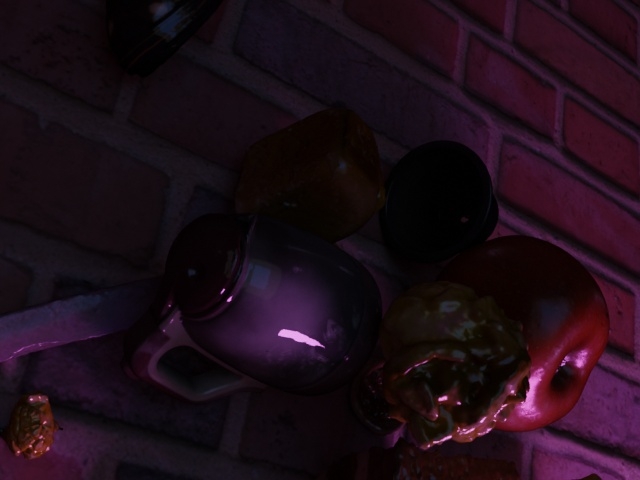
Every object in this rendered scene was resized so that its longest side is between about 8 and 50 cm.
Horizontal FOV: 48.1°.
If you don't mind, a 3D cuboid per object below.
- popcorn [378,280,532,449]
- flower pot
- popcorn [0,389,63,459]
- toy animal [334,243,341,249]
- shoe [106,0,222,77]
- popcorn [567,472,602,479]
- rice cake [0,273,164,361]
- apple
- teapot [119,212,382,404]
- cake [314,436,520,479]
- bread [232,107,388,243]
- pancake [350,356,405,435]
[{"bbox_3d":[0.191,0.175,1.016,0.212,0.259,0.259,-18,90,8],"label":"popcorn"},{"bbox_3d":[0.247,-0.060,1.377,0.148,0.235,0.236,19,63,-51],"label":"flower pot"},{"bbox_3d":[-0.383,0.241,0.926,0.084,0.084,0.084,11,69,-31],"label":"popcorn"},{"bbox_3d":[0.003,0.000,1.263,0.083,0.070,0.160,-10,62,4],"label":"toy animal"},{"bbox_3d":[-0.267,-0.458,1.156,0.237,0.171,0.384,40,55,-25],"label":"shoe"},{"bbox_3d":[0.394,0.550,1.246,0.315,0.281,0.297,-34,127,-23],"label":"popcorn"},{"bbox_3d":[-0.338,0.109,0.997,0.398,0.064,0.070,-13,94,-36],"label":"rice cake"},{"bbox_3d":[0.338,0.163,1.261,0.348,0.277,0.349,-18,122,-32],"label":"apple"},{"bbox_3d":[-0.113,0.105,1.021,0.315,0.233,0.312,-50,137,6],"label":"teapot"},{"bbox_3d":[0.125,0.455,1.052,0.255,0.290,0.282,23,54,-26],"label":"cake"},{"bbox_3d":[-0.016,-0.088,1.182,0.176,0.246,0.196,49,33,-35],"label":"bread"},{"bbox_3d":[0.110,0.274,1.274,0.139,0.022,0.140,12,68,-31],"label":"pancake"}]
